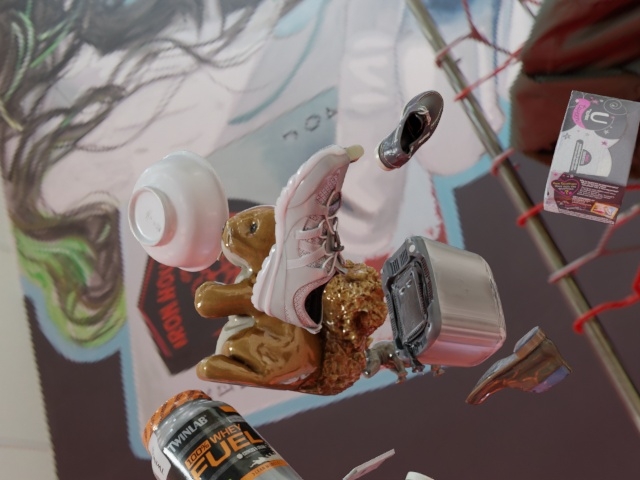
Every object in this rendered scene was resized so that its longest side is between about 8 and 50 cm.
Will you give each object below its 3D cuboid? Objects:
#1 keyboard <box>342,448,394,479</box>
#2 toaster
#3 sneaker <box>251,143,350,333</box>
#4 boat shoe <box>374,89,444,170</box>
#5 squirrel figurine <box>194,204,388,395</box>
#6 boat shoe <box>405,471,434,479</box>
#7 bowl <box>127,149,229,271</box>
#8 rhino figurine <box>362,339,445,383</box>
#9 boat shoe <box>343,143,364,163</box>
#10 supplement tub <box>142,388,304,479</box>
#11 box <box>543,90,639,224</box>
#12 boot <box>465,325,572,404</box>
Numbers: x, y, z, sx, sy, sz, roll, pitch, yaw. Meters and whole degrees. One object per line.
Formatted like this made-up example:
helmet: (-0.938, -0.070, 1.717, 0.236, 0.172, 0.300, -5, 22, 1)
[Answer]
keyboard: (0.108, 0.541, 2.181, 0.014, 0.072, 0.256, 53, -162, 17)
toaster: (0.191, 0.105, 1.418, 0.146, 0.129, 0.227, 10, -130, -25)
sneaker: (0.000, 0.000, 1.253, 0.115, 0.281, 0.105, 31, -145, 21)
boat shoe: (0.171, -0.198, 1.605, 0.075, 0.065, 0.206, 48, -124, -13)
squirrel figurine: (-0.060, 0.120, 1.884, 0.281, 0.396, 0.371, 102, 176, -79)
boat shoe: (0.294, 0.640, 2.064, 0.319, 0.116, 0.099, 41, -118, -21)
bowl: (-0.366, -0.063, 2.200, 0.134, 0.298, 0.298, -11, -112, -47)
rhino figurine: (0.176, 0.277, 2.152, 0.243, 0.073, 0.106, -5, -123, -26)
boat shoe: (0.039, -0.195, 2.162, 0.137, 0.043, 0.049, -18, -94, -32)
supplement tub: (-0.173, 0.426, 1.664, 0.316, 0.194, 0.193, 38, -170, 31)
box: (0.592, -0.184, 1.997, 0.142, 0.163, 0.247, 83, -154, -53)
boot: (0.381, 0.274, 1.777, 0.106, 0.219, 0.082, 43, -151, 6)
